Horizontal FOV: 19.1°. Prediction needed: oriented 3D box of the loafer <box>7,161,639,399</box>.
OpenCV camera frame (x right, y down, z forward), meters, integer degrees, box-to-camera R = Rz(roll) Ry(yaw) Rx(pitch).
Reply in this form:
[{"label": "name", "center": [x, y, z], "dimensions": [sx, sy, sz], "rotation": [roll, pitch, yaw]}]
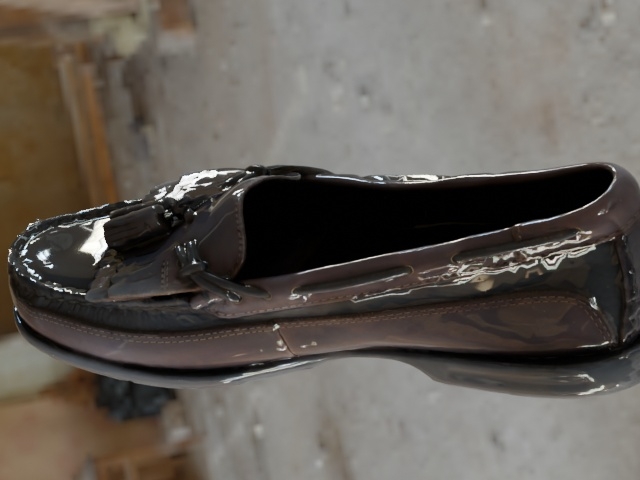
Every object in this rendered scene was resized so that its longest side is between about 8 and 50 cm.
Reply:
[{"label": "loafer", "center": [0.000, 0.000, 0.814], "dimensions": [0.109, 0.303, 0.095], "rotation": [-69, -26, -43]}]
